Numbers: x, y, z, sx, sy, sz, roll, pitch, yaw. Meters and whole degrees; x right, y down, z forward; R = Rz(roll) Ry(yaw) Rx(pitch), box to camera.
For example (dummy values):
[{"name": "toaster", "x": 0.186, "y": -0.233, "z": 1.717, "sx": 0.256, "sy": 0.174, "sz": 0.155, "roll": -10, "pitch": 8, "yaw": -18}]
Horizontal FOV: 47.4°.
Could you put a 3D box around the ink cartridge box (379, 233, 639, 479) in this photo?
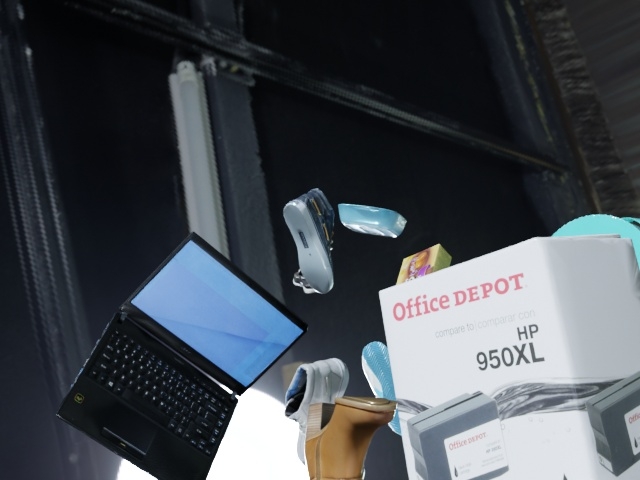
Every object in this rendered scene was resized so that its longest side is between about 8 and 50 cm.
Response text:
[{"name": "ink cartridge box", "x": 0.239, "y": 0.215, "z": 0.847, "sx": 0.166, "sy": 0.285, "sz": 0.395, "roll": 0, "pitch": -105, "yaw": -34}]

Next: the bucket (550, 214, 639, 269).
[{"name": "bucket", "x": 0.589, "y": 0.083, "z": 1.479, "sx": 0.183, "sy": 0.281, "sz": 0.281, "roll": 17, "pitch": -121, "yaw": -46}]

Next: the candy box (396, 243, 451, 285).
[{"name": "candy box", "x": 0.222, "y": 0.102, "z": 1.629, "sx": 0.053, "sy": 0.109, "sz": 0.186, "roll": 46, "pitch": -138, "yaw": -20}]

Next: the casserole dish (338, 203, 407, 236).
[{"name": "casserole dish", "x": 0.097, "y": -0.035, "z": 1.358, "sx": 0.188, "sy": 0.114, "sz": 0.037, "roll": 25, "pitch": -107, "yaw": -73}]

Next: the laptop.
[{"name": "laptop", "x": -0.173, "y": 0.173, "z": 0.990, "sx": 0.234, "sy": 0.136, "sz": 0.264, "roll": 41, "pitch": -135, "yaw": -22}]

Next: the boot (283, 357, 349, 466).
[{"name": "boot", "x": -0.033, "y": 0.369, "z": 1.546, "sx": 0.123, "sy": 0.095, "sz": 0.258, "roll": 4, "pitch": -74, "yaw": -41}]

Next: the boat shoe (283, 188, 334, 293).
[{"name": "boat shoe", "x": 0.000, "y": 0.000, "z": 1.316, "sx": 0.083, "sy": 0.065, "sz": 0.183, "roll": -36, "pitch": -64, "yaw": -43}]

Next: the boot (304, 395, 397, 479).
[{"name": "boot", "x": 0.049, "y": 0.396, "z": 1.306, "sx": 0.109, "sy": 0.283, "sz": 0.220, "roll": 12, "pitch": -112, "yaw": -30}]

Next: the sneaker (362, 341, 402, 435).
[{"name": "sneaker", "x": 0.169, "y": 0.358, "z": 1.753, "sx": 0.087, "sy": 0.092, "sz": 0.228, "roll": -19, "pitch": -111, "yaw": -7}]

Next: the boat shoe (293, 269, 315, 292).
[{"name": "boat shoe", "x": -0.030, "y": 0.077, "z": 1.507, "sx": 0.046, "sy": 0.125, "sz": 0.038, "roll": -10, "pitch": -78, "yaw": -11}]
